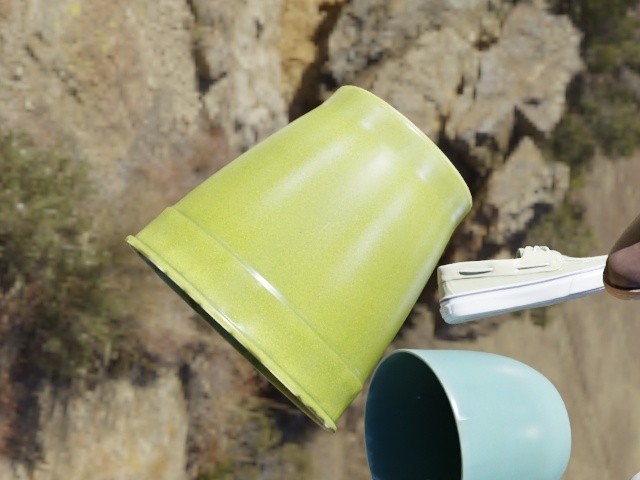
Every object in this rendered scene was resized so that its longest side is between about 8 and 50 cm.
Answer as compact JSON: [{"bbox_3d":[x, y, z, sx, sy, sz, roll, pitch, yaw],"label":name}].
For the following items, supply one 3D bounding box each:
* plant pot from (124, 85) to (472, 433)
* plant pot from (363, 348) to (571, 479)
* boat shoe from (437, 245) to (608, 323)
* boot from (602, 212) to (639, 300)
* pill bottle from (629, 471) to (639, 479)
[{"bbox_3d":[0.000,0.000,1.726,0.353,0.366,0.366,-47,147,-8],"label":"plant pot"},{"bbox_3d":[0.238,0.303,2.024,0.235,0.293,0.293,-3,98,-26],"label":"plant pot"},{"bbox_3d":[0.328,0.056,2.049,0.109,0.302,0.094,112,-33,-80],"label":"boat shoe"},{"bbox_3d":[0.324,-0.085,1.187,0.248,0.090,0.207,-39,127,-10],"label":"boot"},{"bbox_3d":[0.556,0.507,2.033,0.323,0.182,0.181,-73,156,-55],"label":"pill bottle"}]
